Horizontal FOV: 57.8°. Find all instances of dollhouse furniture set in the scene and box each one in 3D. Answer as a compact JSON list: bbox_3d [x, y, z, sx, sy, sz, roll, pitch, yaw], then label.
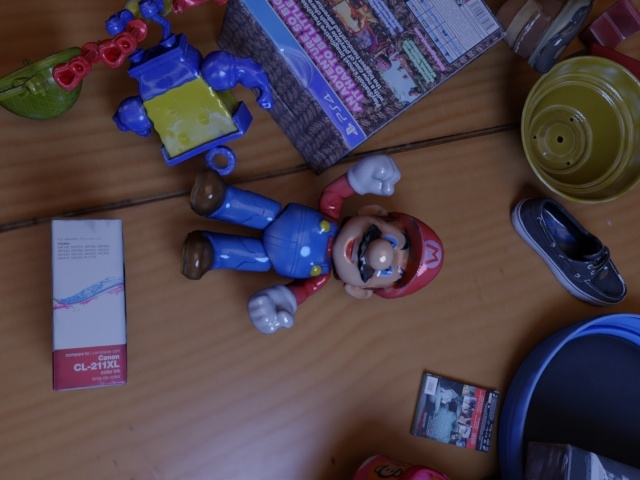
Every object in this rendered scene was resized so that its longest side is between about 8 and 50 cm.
[{"bbox_3d":[0.599,-0.288,0.940,0.374,0.152,0.201,16,78,-14],"label":"dollhouse furniture set"}]

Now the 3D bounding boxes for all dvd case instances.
[{"bbox_3d":[0.191,0.243,0.816,0.120,0.013,0.087,17,78,-15],"label":"dvd case"}]

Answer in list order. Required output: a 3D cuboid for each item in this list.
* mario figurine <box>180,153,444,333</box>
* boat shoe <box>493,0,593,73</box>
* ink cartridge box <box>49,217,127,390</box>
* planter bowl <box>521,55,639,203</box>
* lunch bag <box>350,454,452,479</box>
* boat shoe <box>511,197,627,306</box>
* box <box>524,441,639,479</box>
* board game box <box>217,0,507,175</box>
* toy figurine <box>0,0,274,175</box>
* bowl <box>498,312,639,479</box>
[{"bbox_3d":[0.000,0.000,0.701,0.321,0.198,0.170,8,40,-9],"label":"mario figurine"},{"bbox_3d":[0.341,-0.365,0.856,0.120,0.122,0.324,33,47,8],"label":"boat shoe"},{"bbox_3d":[-0.254,0.069,0.645,0.073,0.127,0.175,-1,83,-18],"label":"ink cartridge box"},{"bbox_3d":[0.386,-0.161,0.883,0.217,0.090,0.217,0,90,-9],"label":"planter bowl"},{"bbox_3d":[0.125,0.426,0.679,0.293,0.120,0.258,40,61,-22],"label":"lunch bag"},{"bbox_3d":[0.391,0.016,0.875,0.228,0.076,0.080,45,73,-6],"label":"boat shoe"},{"bbox_3d":[0.382,0.410,0.709,0.308,0.076,0.242,24,67,-16],"label":"box"},{"bbox_3d":[0.053,-0.271,0.778,0.291,0.141,0.232,-38,94,-18],"label":"board game box"},{"bbox_3d":[-0.185,-0.142,0.658,0.363,0.191,0.217,-21,125,13],"label":"toy figurine"},{"bbox_3d":[0.436,0.302,0.850,0.392,0.077,0.390,2,82,-17],"label":"bowl"}]
